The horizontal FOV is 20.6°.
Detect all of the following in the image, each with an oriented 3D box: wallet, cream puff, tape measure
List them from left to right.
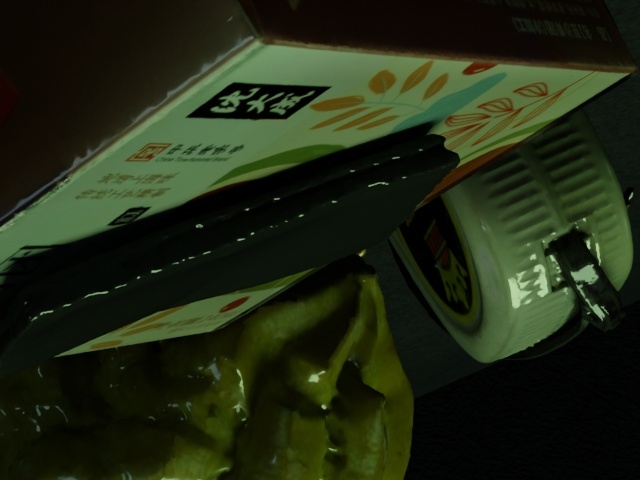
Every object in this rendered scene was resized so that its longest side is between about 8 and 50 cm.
[{"bbox_3d":[-0.096,0.098,1.282,0.291,0.324,0.257,4,110,-44],"label":"cream puff"},{"bbox_3d":[-0.052,0.009,0.897,0.244,0.025,0.124,-21,167,-25],"label":"wallet"},{"bbox_3d":[0.121,-0.022,1.210,0.133,0.231,0.271,-24,168,-14],"label":"tape measure"}]

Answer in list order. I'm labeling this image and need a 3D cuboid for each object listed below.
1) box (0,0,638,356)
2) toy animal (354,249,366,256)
[{"bbox_3d":[-0.069,-0.058,0.936,0.344,0.122,0.385,-32,166,30],"label":"box"},{"bbox_3d":[0.000,0.000,1.482,0.081,0.060,0.083,16,165,-1],"label":"toy animal"}]
